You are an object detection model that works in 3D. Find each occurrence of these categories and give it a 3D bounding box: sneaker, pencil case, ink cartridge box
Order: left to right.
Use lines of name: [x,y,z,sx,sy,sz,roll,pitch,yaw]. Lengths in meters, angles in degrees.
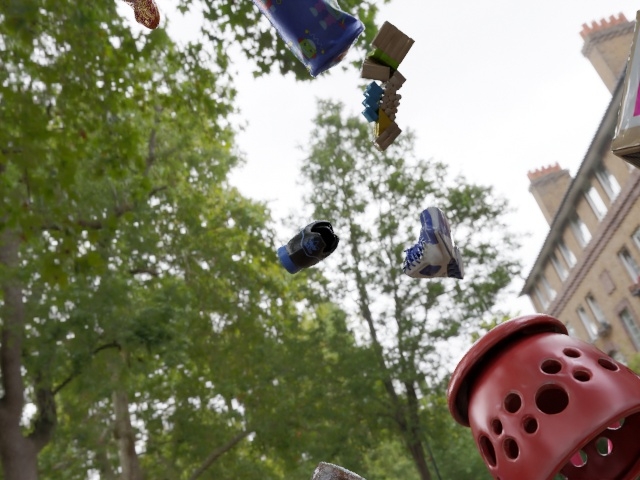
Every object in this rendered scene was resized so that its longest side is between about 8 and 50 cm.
sneaker: [-0.374,-0.504,1.436,0.064,0.175,0.067,-48,-40,16]
pencil case: [-0.054,-0.420,1.086,0.119,0.306,0.133,-28,14,50]
sneaker: [0.000,0.000,1.253,0.090,0.081,0.232,-29,5,21]
sneaker: [0.332,0.041,2.078,0.182,0.128,0.316,-12,-38,18]
ink cartridge box: [0.533,-0.202,0.958,0.193,0.235,0.088,21,-13,-27]

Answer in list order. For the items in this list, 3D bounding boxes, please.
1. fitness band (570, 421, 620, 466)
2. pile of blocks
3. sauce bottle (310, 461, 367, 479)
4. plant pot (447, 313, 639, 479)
fitness band: [0.552,0.418,1.360,0.054,0.209,0.290,-16,-40,39]
pile of blocks: [0.168,-0.440,1.926,0.148,0.363,0.112,7,1,-16]
sauce bottle: [-0.024,0.470,0.856,0.111,0.345,0.111,21,-25,10]
plant pot: [0.252,0.187,0.732,0.191,0.174,0.191,-15,-50,-19]
